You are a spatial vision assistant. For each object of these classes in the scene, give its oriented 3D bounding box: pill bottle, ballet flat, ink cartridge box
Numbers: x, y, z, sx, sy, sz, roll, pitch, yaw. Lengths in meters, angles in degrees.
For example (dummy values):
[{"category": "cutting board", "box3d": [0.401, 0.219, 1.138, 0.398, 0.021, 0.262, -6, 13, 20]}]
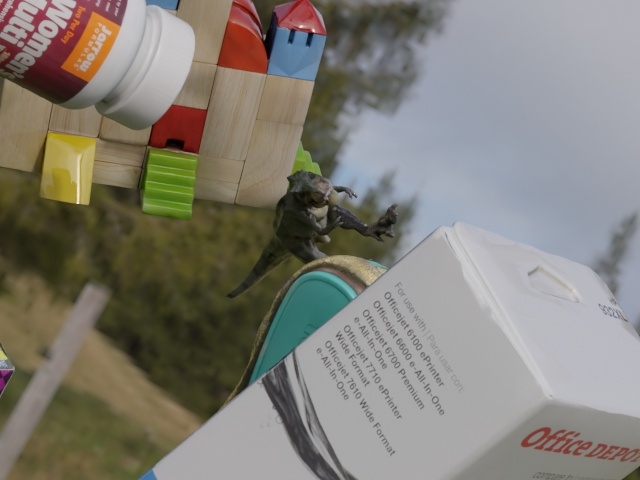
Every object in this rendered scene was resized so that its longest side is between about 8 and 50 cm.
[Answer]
[{"category": "pill bottle", "box3d": [-0.217, -0.179, 1.589, 0.221, 0.121, 0.121, 27, -2, -29]}, {"category": "ballet flat", "box3d": [-0.035, 0.164, 1.474, 0.123, 0.348, 0.123, 27, 15, -8]}, {"category": "ink cartridge box", "box3d": [0.044, 0.144, 1.219, 0.223, 0.307, 0.129, 16, 38, -57]}]

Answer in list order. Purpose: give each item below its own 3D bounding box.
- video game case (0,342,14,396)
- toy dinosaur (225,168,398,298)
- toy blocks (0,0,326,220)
[{"category": "video game case", "box3d": [-0.322, 0.106, 1.437, 0.042, 0.232, 0.210, 3, 39, -43]}, {"category": "toy dinosaur", "box3d": [0.000, 0.000, 1.844, 0.118, 0.064, 0.268, 13, -29, -11]}, {"category": "toy blocks", "box3d": [-0.151, -0.183, 1.891, 0.381, 0.261, 0.191, 9, 28, -13]}]
